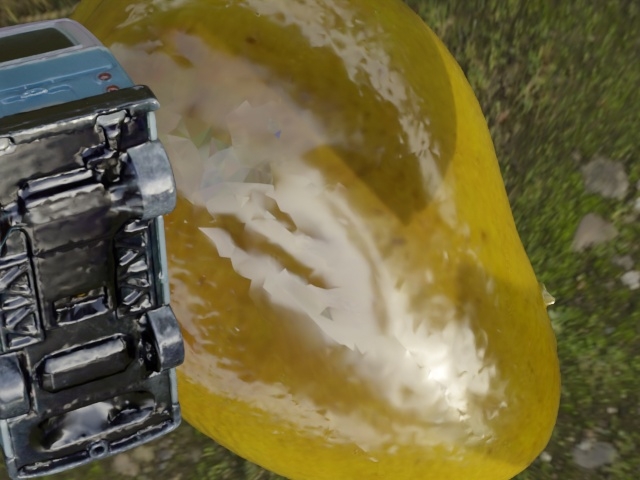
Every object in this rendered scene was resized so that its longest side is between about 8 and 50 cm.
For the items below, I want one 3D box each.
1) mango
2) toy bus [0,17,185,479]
[{"bbox_3d":[0.000,0.000,0.911,0.301,0.220,0.445,-46,109,0],"label":"mango"},{"bbox_3d":[-0.079,0.001,0.389,0.060,0.123,0.075,-16,42,-20],"label":"toy bus"}]
